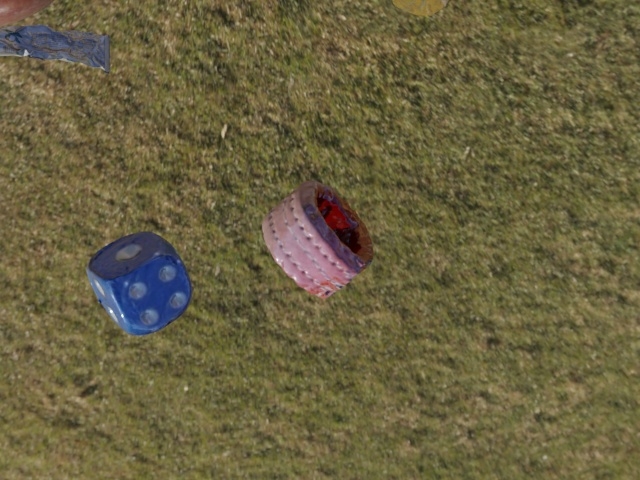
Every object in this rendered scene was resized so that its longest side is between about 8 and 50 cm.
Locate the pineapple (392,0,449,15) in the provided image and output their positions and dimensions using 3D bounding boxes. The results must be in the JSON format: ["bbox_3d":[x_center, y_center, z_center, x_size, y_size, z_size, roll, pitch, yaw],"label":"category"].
[{"bbox_3d":[0.179,-0.462,0.981,0.125,0.125,0.251,23,75,-21],"label":"pineapple"}]

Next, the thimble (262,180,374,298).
[{"bbox_3d":[-0.002,-0.006,1.176,0.125,0.163,0.189,-36,94,27],"label":"thimble"}]

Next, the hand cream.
[{"bbox_3d":[-0.545,-0.386,1.307,0.257,0.050,0.084,-2,82,-29],"label":"hand cream"}]

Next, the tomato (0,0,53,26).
[{"bbox_3d":[-0.347,-0.339,0.647,0.270,0.270,0.227,-49,151,20],"label":"tomato"}]

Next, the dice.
[{"bbox_3d":[-0.332,0.078,1.215,0.146,0.143,0.146,-32,128,-28],"label":"dice"}]
